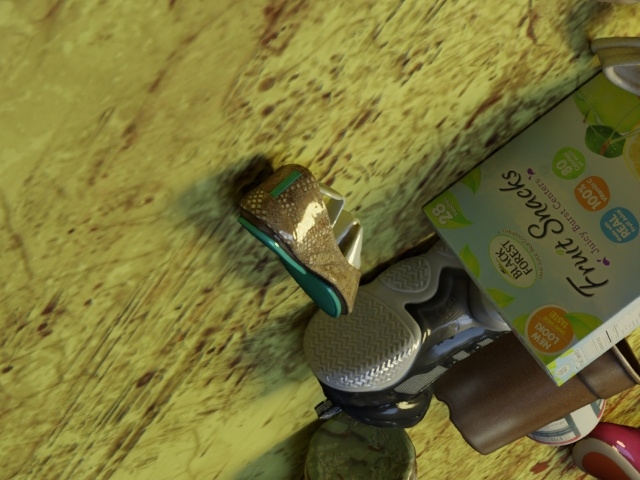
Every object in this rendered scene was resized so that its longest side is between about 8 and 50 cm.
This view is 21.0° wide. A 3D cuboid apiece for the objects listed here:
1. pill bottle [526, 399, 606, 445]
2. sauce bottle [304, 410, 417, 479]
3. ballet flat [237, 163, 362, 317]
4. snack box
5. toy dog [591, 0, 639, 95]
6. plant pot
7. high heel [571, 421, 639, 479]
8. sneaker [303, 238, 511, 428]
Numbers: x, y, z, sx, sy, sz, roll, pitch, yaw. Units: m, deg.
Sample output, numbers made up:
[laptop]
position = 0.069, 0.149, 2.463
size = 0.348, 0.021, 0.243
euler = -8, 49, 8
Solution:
[pill bottle]
position = 0.227, 0.137, 1.745
size = 0.108, 0.108, 0.180
euler = -37, 155, 0
[sauce bottle]
position = 0.043, 0.283, 1.753
size = 0.111, 0.111, 0.344
euler = -30, 153, -14
[ballet flat]
position = 0.000, 0.000, 1.259
size = 0.067, 0.073, 0.206
euler = -50, 160, -5
[snack box]
position = 0.216, -0.015, 1.382
size = 0.207, 0.174, 0.070
euler = -38, 154, 2
[toy dog]
position = 0.305, -0.196, 1.210
size = 0.333, 0.220, 0.161
euler = 39, 72, -72
[plant pot]
position = 0.186, 0.103, 1.588
size = 0.165, 0.167, 0.167
euler = -33, 157, 11
[high heel]
position = 0.436, 0.251, 2.274
size = 0.181, 0.127, 0.377
euler = -64, 153, -10
[sneaker]
position = 0.106, 0.074, 1.493
size = 0.268, 0.101, 0.153
euler = -23, 153, -15
